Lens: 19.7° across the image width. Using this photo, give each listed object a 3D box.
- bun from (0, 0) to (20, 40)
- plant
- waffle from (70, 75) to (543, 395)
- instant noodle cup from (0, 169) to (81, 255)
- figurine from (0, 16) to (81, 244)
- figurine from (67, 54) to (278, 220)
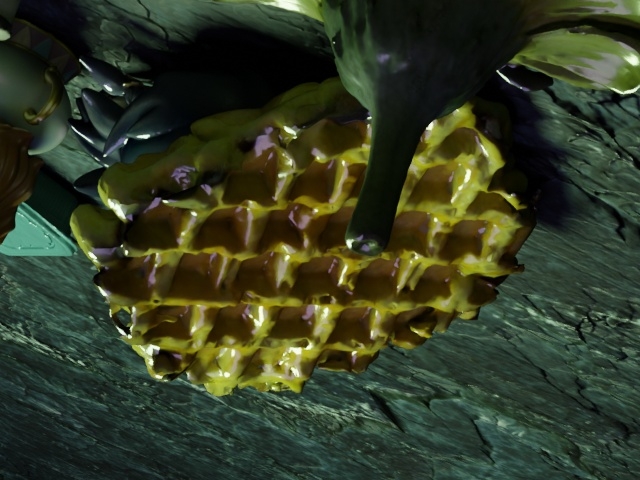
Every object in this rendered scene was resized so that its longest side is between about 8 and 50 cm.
[{"bbox_3d":[-0.342,-0.240,1.587,0.173,0.120,0.173,3,176,0],"label":"bun"},{"bbox_3d":[0.088,-0.137,1.246,0.306,0.297,0.261,-12,172,36],"label":"plant"},{"bbox_3d":[0.000,0.000,1.569,0.382,0.095,0.379,-21,142,6],"label":"waffle"},{"bbox_3d":[-0.369,-0.049,2.176,0.179,0.070,0.157,1,148,50],"label":"instant noodle cup"},{"bbox_3d":[-0.330,-0.082,1.758,0.142,0.263,0.189,38,155,-28],"label":"figurine"},{"bbox_3d":[-0.130,-0.076,1.698,0.175,0.197,0.265,-6,172,-28],"label":"figurine"}]
